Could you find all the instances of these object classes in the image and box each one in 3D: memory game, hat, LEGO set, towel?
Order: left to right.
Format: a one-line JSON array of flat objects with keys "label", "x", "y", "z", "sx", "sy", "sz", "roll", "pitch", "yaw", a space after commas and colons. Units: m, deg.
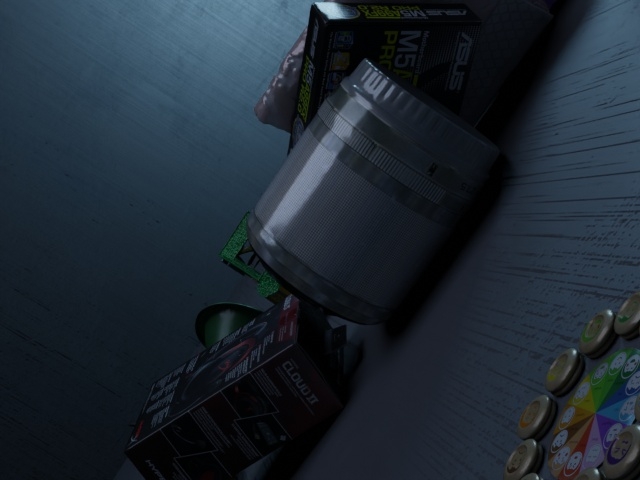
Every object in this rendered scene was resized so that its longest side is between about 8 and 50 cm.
[{"label": "hat", "x": -0.148, "y": 0.218, "z": 1.725, "sx": 0.208, "sy": 0.173, "sz": 0.183, "roll": -58, "pitch": 8, "yaw": 50}, {"label": "LEGO set", "x": 0.000, "y": 0.000, "z": 1.852, "sx": 0.255, "sy": 0.192, "sz": 0.331, "roll": 13, "pitch": 71, "yaw": 51}, {"label": "towel", "x": 0.119, "y": -0.245, "z": 1.453, "sx": 0.332, "sy": 0.317, "sz": 0.053, "roll": -55, "pitch": 37, "yaw": 19}, {"label": "memory game", "x": 0.174, "y": 0.109, "z": 0.693, "sx": 0.186, "sy": 0.012, "sz": 0.186, "roll": -56, "pitch": 8, "yaw": 12}]

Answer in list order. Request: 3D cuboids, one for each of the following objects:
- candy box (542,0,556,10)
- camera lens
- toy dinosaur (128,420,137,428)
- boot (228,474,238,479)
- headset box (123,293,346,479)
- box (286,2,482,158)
[{"label": "candy box", "x": 0.278, "y": -0.401, "z": 1.510, "sx": 0.196, "sy": 0.165, "sz": 0.070, "roll": -56, "pitch": 39, "yaw": 7}, {"label": "camera lens", "x": 0.058, "y": -0.053, "z": 1.301, "sx": 0.274, "sy": 0.219, "sz": 0.219, "roll": -56, "pitch": 8, "yaw": 13}, {"label": "toy dinosaur", "x": -0.191, "y": 0.292, "z": 1.814, "sx": 0.218, "sy": 0.164, "sz": 0.322, "roll": -43, "pitch": -18, "yaw": -15}, {"label": "boot", "x": -0.165, "y": 0.350, "z": 1.561, "sx": 0.115, "sy": 0.112, "sz": 0.305, "roll": -46, "pitch": 1, "yaw": -27}, {"label": "headset box", "x": -0.091, "y": 0.193, "z": 1.399, "sx": 0.293, "sy": 0.110, "sz": 0.218, "roll": -34, "pitch": 12, "yaw": 9}, {"label": "box", "x": 0.077, "y": -0.177, "z": 1.409, "sx": 0.060, "sy": 0.216, "sz": 0.270, "roll": -117, "pitch": 31, "yaw": -48}]
